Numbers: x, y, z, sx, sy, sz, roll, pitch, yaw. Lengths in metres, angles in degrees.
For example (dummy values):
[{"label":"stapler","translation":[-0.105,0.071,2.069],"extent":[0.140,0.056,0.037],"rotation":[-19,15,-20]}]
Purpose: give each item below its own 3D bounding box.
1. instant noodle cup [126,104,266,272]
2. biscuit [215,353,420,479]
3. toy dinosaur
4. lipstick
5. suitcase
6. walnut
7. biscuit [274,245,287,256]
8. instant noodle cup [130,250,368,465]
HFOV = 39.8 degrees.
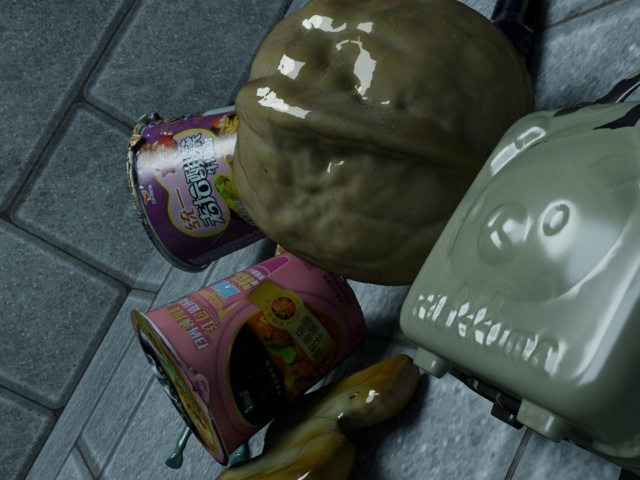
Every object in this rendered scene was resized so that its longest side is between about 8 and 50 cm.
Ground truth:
[{"label":"instant noodle cup","translation":[-0.182,-0.128,1.752],"extent":[0.266,0.340,0.340],"rotation":[-16,38,23]},{"label":"biscuit","translation":[-0.017,0.249,1.072],"extent":[0.237,0.062,0.291],"rotation":[-43,4,-39]},{"label":"toy dinosaur","translation":[-0.125,0.216,1.488],"extent":[0.383,0.129,0.331],"rotation":[-51,11,21]},{"label":"lipstick","translation":[0.266,-0.288,1.254],"extent":[0.081,0.081,0.299],"rotation":[-37,24,49]},{"label":"suitcase","translation":[0.233,-0.004,0.702],"extent":[0.339,0.194,0.351],"rotation":[-58,18,-5]},{"label":"walnut","translation":[0.068,-0.129,1.076],"extent":[0.381,0.381,0.381],"rotation":[-50,20,26]},{"label":"biscuit","translation":[-0.039,-0.022,1.586],"extent":[0.238,0.041,0.212],"rotation":[-63,-17,-53]},{"label":"instant noodle cup","translation":[-0.085,0.131,1.166],"extent":[0.255,0.244,0.244],"rotation":[-31,9,-20]}]
